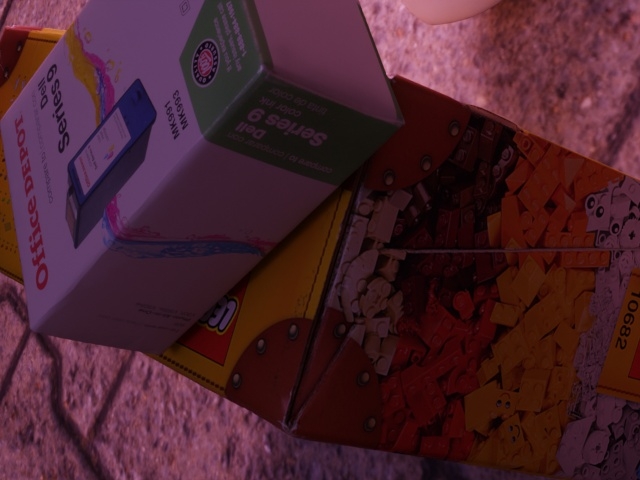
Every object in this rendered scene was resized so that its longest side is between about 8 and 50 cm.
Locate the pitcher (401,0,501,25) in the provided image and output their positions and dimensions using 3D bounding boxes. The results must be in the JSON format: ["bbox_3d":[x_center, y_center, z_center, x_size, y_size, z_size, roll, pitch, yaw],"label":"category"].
[{"bbox_3d":[0.148,-0.295,1.032,0.207,0.125,0.178,-38,29,23],"label":"pitcher"}]

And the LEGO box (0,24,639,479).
[{"bbox_3d":[0.000,0.000,0.884,0.500,0.372,0.193,18,91,52],"label":"LEGO box"}]

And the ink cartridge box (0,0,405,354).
[{"bbox_3d":[-0.074,-0.062,0.624,0.212,0.093,0.154,-44,48,34],"label":"ink cartridge box"}]
